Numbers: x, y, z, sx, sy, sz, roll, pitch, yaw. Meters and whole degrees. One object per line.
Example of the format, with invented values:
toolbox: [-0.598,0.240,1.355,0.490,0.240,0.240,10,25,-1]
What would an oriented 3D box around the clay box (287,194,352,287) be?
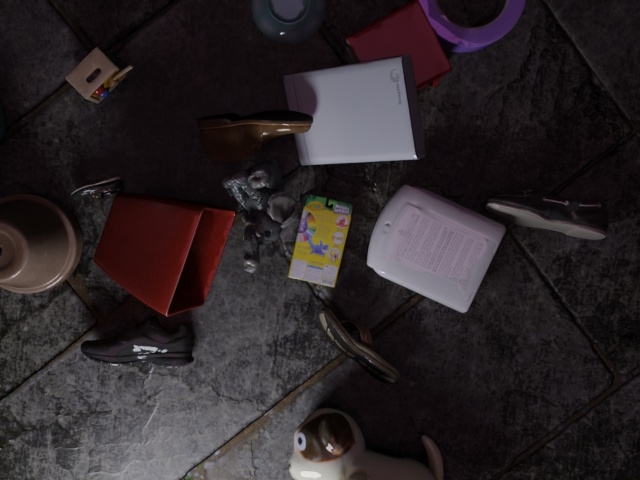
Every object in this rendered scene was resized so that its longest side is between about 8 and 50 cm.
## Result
clay box: [0.000,0.000,1.815,0.127,0.053,0.222,13,93,-3]

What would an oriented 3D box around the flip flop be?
flip flop: [0.105,0.268,1.824,0.277,0.112,0.080,39,67,-2]

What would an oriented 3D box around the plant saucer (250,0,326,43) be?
plant saucer: [-0.081,-0.602,1.769,0.195,0.037,0.195,0,94,-2]

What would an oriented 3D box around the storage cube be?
storage cube: [0.183,-0.450,1.720,0.193,0.183,0.215,-29,96,2]

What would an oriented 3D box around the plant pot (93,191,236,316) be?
plant pot: [-0.391,0.007,1.713,0.236,0.267,0.267,21,94,9]

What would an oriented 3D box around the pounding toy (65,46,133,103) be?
pounding toy: [-0.534,-0.408,1.721,0.141,0.130,0.100,-44,95,2]

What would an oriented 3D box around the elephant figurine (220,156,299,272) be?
elephant figurine: [-0.144,-0.068,1.746,0.186,0.169,0.239,-22,98,-3]

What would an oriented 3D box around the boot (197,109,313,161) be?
boot: [-0.157,-0.263,1.744,0.305,0.112,0.115,-1,108,20]

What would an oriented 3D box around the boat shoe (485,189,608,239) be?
boat shoe: [0.590,-0.084,1.812,0.335,0.112,0.095,14,77,-9]

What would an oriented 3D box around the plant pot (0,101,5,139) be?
plant pot: [-0.908,-0.311,1.668,0.247,0.248,0.252,-29,111,0]

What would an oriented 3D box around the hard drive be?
hard drive: [0.074,-0.303,1.667,0.353,0.047,0.233,2,110,39]

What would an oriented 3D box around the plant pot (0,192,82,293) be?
plant pot: [-0.745,0.016,1.701,0.263,0.229,0.263,0,96,-3]

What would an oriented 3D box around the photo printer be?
photo printer: [0.286,0.013,1.800,0.307,0.107,0.256,24,93,-3]

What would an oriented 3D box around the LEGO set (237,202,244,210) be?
LEGO set: [-0.192,-0.113,1.816,0.083,0.023,0.054,-40,108,-14]

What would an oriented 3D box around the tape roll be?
tape roll: [0.373,-0.621,1.759,0.275,0.090,0.274,0,94,-2]

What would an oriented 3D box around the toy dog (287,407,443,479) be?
toy dog: [0.101,0.603,1.763,0.408,0.284,0.395,42,79,-5]

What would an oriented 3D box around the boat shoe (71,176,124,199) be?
boat shoe: [-0.572,-0.126,1.784,0.133,0.049,0.042,-16,87,-5]

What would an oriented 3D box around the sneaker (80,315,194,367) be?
sneaker: [-0.471,0.261,1.805,0.286,0.109,0.130,2,88,-12]
